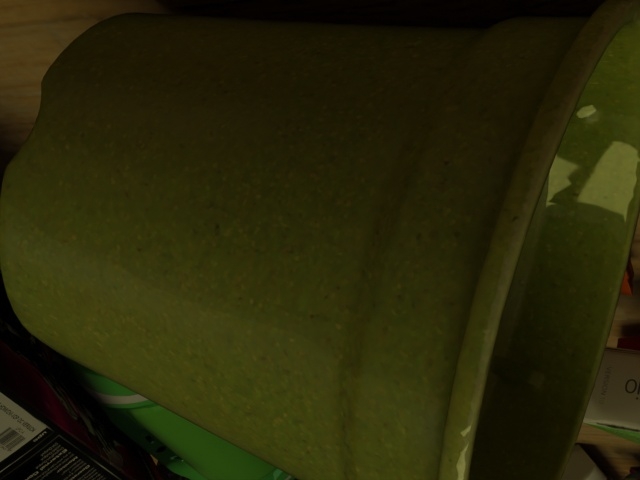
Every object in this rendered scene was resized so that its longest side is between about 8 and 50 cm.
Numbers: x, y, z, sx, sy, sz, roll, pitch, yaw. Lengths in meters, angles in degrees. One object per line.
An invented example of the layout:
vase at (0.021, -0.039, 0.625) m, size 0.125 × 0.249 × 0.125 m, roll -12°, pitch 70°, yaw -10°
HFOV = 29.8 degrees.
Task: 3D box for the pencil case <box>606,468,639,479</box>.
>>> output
pencil case at (0.369, 0.241, 1.046) m, size 0.236 × 0.104 × 0.104 m, roll -10°, pitch 146°, yaw 40°

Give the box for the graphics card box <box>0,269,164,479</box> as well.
graphics card box at (-0.249, 0.090, 0.884) m, size 0.094 × 0.233 × 0.371 m, roll -35°, pitch 146°, yaw -1°

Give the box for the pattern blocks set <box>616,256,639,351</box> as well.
pattern blocks set at (0.101, 0.039, 0.839) m, size 0.285 × 0.026 × 0.324 m, roll -13°, pitch 145°, yaw 43°

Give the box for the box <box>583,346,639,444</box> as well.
box at (0.356, 0.144, 0.797) m, size 0.232 × 0.059 × 0.322 m, roll 4°, pitch 166°, yaw 45°

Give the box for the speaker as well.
speaker at (-0.099, 0.117, 0.979) m, size 0.131 × 0.131 × 0.296 m, roll 3°, pitch 153°, yaw 20°

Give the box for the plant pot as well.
plant pot at (0.000, 0.000, 0.579) m, size 0.253 × 0.276 × 0.276 m, roll 16°, pitch 157°, yaw 22°

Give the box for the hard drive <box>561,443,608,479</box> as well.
hard drive at (0.239, 0.334, 1.223) m, size 0.040 × 0.203 × 0.307 m, roll 51°, pitch -177°, yaw 40°

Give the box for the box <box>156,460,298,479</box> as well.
box at (-0.024, 0.271, 1.214) m, size 0.270 × 0.165 × 0.143 m, roll 6°, pitch 154°, yaw 14°
